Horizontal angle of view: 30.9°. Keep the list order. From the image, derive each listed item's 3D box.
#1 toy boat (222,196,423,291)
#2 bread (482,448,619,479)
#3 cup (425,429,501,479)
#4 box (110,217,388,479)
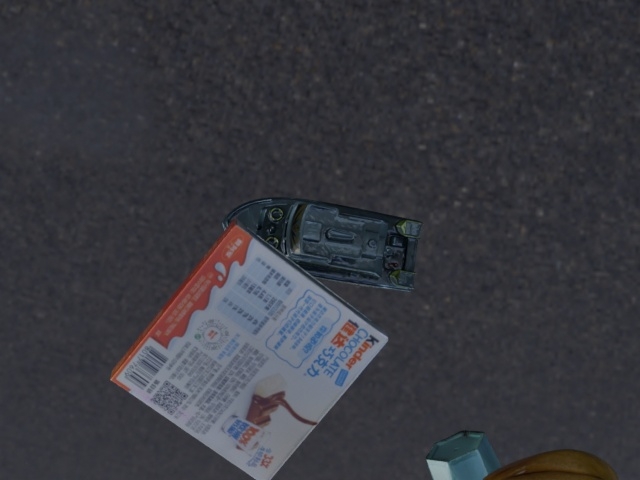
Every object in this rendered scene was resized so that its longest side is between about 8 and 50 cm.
[{"bbox_3d":[0.002,0.000,1.697,0.296,0.114,0.122,11,167,-11],"label":"toy boat"},{"bbox_3d":[0.249,0.361,1.178,0.167,0.294,0.132,-9,131,6],"label":"bread"},{"bbox_3d":[0.277,0.450,1.988,0.134,0.148,0.235,-7,108,51],"label":"cup"},{"bbox_3d":[-0.094,0.152,1.549,0.265,0.273,0.048,38,-172,-14],"label":"box"}]
